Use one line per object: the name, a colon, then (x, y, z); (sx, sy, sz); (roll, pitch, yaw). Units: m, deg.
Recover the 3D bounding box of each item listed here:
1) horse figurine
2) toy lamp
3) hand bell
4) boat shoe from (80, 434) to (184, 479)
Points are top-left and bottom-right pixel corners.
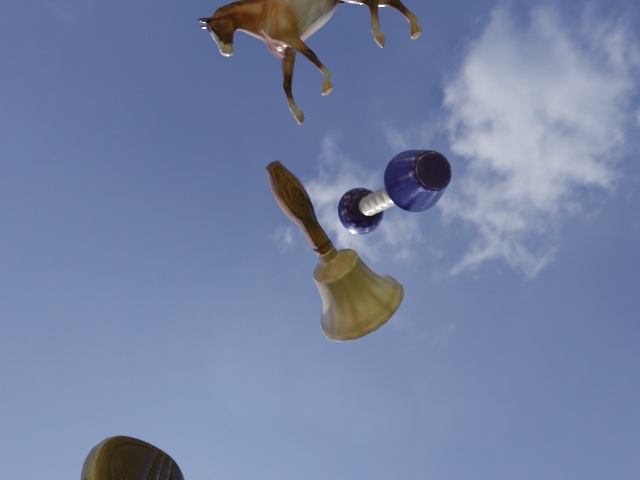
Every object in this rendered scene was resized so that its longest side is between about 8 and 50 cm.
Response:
horse figurine: (0.004, -0.267, 0.937); (0.263, 0.066, 0.175); (-36, -106, 14)
toy lamp: (0.092, -0.061, 1.033); (0.080, 0.274, 0.080); (3, -100, -16)
hand bell: (0.000, 0.000, 1.016); (0.126, 0.126, 0.242); (-38, -63, -14)
boat shoe: (-0.196, 0.314, 0.897); (0.089, 0.285, 0.105); (-3, -134, 24)
